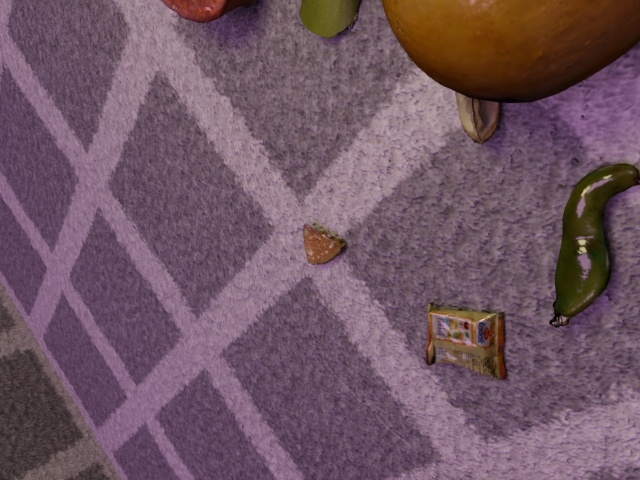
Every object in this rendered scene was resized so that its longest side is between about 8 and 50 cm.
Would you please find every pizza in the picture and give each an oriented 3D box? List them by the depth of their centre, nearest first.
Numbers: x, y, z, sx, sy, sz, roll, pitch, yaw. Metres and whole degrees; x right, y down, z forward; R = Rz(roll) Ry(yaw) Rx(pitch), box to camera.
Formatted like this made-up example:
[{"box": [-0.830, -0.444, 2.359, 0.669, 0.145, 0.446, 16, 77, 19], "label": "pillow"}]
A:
[{"box": [0.001, 0.000, 0.922, 0.083, 0.025, 0.078, -26, 95, 38], "label": "pizza"}]

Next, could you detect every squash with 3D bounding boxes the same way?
[{"box": [0.026, -0.365, 0.700, 0.200, 0.075, 0.090, 114, 138, -62], "label": "squash"}]

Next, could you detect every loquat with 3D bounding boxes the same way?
[{"box": [0.181, -0.258, 0.486, 0.263, 0.263, 0.262, 19, 121, 35], "label": "loquat"}]

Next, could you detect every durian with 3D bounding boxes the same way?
[{"box": [0.178, -0.177, 0.657, 0.052, 0.066, 0.130, -11, 92, 44], "label": "durian"}]

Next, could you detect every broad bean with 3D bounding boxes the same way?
[{"box": [0.309, 0.010, 0.636, 0.070, 0.048, 0.213, 25, 121, 33], "label": "broad bean"}]

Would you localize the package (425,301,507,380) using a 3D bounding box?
[{"box": [0.210, 0.147, 0.799, 0.121, 0.031, 0.107, 6, 113, 34], "label": "package"}]

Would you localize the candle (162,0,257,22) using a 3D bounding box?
[{"box": [-0.208, -0.479, 0.757, 0.317, 0.131, 0.287, 42, 139, -2], "label": "candle"}]
